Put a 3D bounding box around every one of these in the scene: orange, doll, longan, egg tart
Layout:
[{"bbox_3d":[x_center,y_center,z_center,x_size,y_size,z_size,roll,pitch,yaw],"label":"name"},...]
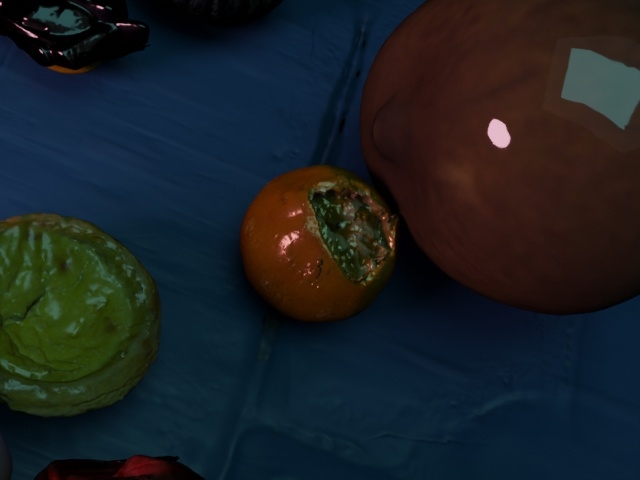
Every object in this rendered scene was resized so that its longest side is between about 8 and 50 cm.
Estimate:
[{"bbox_3d":[0.000,0.000,0.750,0.154,0.134,0.155,5,65,-10],"label":"orange"},{"bbox_3d":[-0.289,-0.232,0.788,0.248,0.088,0.127,13,82,-4],"label":"doll"},{"bbox_3d":[0.205,-0.099,0.746,0.361,0.361,0.361,8,64,-16],"label":"longan"},{"bbox_3d":[-0.222,0.063,0.659,0.191,0.074,0.191,17,49,-20],"label":"egg tart"}]

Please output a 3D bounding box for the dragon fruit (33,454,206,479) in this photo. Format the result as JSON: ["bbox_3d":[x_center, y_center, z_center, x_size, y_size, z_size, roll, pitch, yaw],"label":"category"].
[{"bbox_3d":[-0.170,0.252,0.518,0.293,0.234,0.234,1,66,-26],"label":"dragon fruit"}]

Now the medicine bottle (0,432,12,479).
[{"bbox_3d":[-0.379,0.139,0.482,0.302,0.241,0.241,-31,79,-29],"label":"medicine bottle"}]

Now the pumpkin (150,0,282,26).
[{"bbox_3d":[-0.119,-0.327,0.857,0.202,0.140,0.202,7,64,-14],"label":"pumpkin"}]
